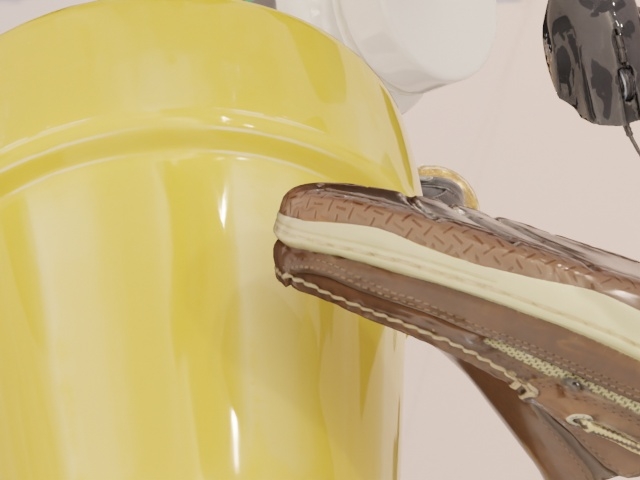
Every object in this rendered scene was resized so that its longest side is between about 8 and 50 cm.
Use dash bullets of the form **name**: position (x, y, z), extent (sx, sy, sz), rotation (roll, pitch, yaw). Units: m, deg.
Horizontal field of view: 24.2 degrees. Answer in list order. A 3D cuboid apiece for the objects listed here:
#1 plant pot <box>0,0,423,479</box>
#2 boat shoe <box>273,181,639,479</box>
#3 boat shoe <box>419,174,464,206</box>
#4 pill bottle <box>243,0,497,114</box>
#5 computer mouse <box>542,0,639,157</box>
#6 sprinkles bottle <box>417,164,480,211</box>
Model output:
- **plant pot**: position (-0.066, 0.062, 0.664), extent (0.254, 0.254, 0.239), rotation (117, -27, -45)
- **boat shoe**: position (0.098, 0.055, 0.533), extent (0.095, 0.257, 0.095), rotation (-34, 141, -80)
- **boat shoe**: position (-0.002, -0.003, 1.496), extent (0.306, 0.105, 0.113), rotation (-17, -58, 27)
- **pill bottle**: position (-0.013, -0.201, 1.496), extent (0.361, 0.204, 0.204), rotation (-14, -94, 45)
- **computer mouse**: position (0.208, -0.069, 0.974), extent (0.041, 0.071, 0.242), rotation (126, -55, -75)
- **sprinkles bottle**: position (0.114, -0.034, 1.910), extent (0.355, 0.121, 0.121), rotation (-159, -119, -84)
